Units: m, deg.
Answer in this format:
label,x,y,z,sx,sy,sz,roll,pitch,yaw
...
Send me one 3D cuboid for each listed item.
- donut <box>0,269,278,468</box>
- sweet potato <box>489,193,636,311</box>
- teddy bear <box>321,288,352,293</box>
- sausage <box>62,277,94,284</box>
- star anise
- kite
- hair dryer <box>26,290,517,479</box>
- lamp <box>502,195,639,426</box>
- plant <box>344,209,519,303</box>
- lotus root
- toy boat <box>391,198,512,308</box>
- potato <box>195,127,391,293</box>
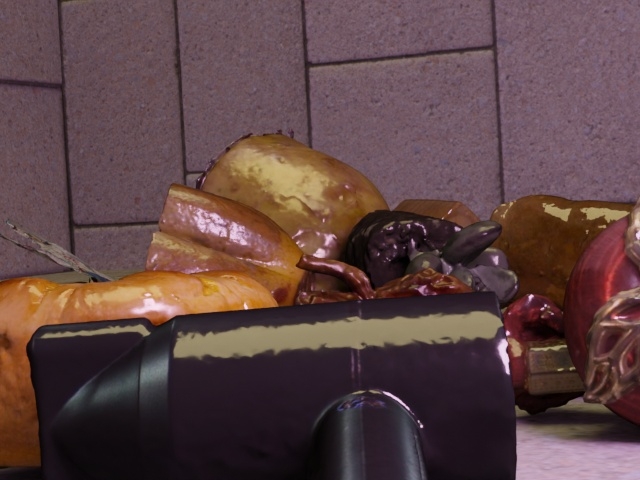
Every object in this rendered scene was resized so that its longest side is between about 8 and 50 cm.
label,x,y,z,sx,sy,sz,roll,pitch,yaw
donut,-0.137,0.080,0.870,0.226,0.114,0.226,-4,-7,-1
sweet potato,0.393,0.024,1.738,0.369,0.158,0.158,3,4,24
teddy bear,-0.012,0.087,1.682,0.160,0.078,0.119,19,23,7
sausage,-0.393,0.100,1.825,0.083,0.083,0.264,-2,3,34
star anise,0.059,0.077,1.413,0.196,0.111,0.212,7,0,36
kite,-0.290,0.054,1.873,0.406,0.014,0.368,30,-1,40
hair dryer,-0.027,0.106,0.630,0.244,0.116,0.302,-6,9,1
lamp,0.222,0.066,0.945,0.215,0.151,0.223,0,-38,10
plant,0.136,0.043,1.685,0.149,0.146,0.274,-9,9,-23
lotus root,-0.100,0.044,1.545,0.180,0.188,0.199,11,1,7
toy boat,0.145,0.022,2.014,0.136,0.162,0.445,-6,3,-20
potato,0.000,0.000,1.942,0.237,0.301,0.289,14,56,36
